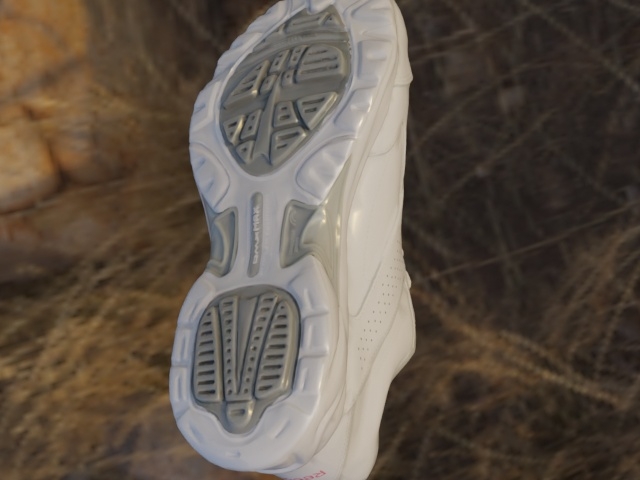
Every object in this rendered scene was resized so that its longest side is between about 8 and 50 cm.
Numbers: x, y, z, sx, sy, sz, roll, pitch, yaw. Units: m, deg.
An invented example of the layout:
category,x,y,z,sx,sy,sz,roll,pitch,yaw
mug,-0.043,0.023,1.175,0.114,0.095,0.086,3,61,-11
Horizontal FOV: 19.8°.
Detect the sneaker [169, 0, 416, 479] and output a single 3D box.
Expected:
category,x,y,z,sx,sy,sz,roll,pitch,yaw
sneaker,0.000,0.000,0.792,0.090,0.115,0.232,0,67,28
